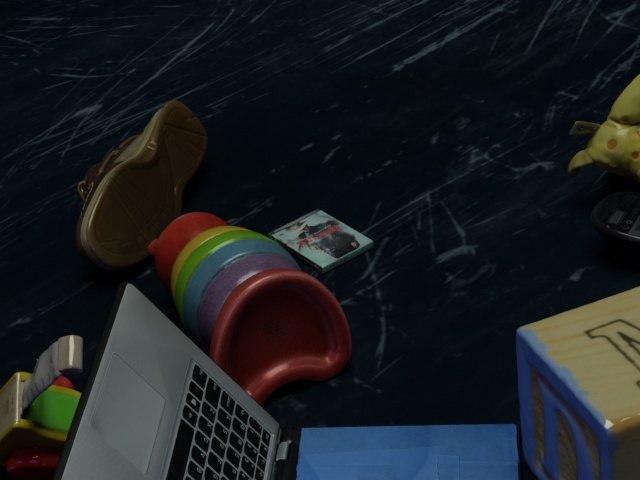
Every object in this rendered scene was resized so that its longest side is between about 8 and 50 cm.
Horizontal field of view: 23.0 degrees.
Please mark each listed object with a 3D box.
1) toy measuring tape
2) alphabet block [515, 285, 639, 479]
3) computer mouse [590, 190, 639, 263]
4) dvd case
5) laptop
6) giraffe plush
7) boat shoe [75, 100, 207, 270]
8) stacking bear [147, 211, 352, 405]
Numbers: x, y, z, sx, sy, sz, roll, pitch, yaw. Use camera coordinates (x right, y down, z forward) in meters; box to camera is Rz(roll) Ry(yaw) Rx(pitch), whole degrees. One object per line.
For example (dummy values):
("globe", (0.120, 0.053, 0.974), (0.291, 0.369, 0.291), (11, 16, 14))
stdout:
("toy measuring tape", (-0.272, 0.178, 1.656), (0.121, 0.330, 0.121), (13, 60, -24))
("alphabet block", (0.328, 0.176, 1.581), (0.197, 0.192, 0.193), (-18, 36, -14))
("computer mouse", (0.443, 0.031, 1.911), (0.262, 0.060, 0.184), (13, 43, 22))
("dvd case", (0.000, 0.000, 2.084), (0.087, 0.013, 0.119), (-27, 36, -27))
("laptop", (-0.016, 0.227, 1.541), (0.236, 0.408, 0.382), (-34, 24, 24))
("giraffe plush", (0.445, -0.107, 2.043), (0.210, 0.181, 0.170), (-20, 55, -37))
("boat shoe", (-0.267, -0.064, 2.171), (0.123, 0.123, 0.342), (-25, 28, 32))
("stacking bear", (-0.111, 0.057, 1.898), (0.175, 0.164, 0.289), (-21, 30, -20))
